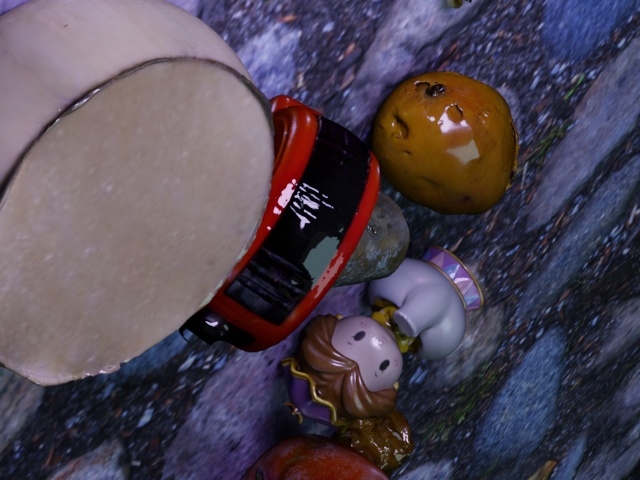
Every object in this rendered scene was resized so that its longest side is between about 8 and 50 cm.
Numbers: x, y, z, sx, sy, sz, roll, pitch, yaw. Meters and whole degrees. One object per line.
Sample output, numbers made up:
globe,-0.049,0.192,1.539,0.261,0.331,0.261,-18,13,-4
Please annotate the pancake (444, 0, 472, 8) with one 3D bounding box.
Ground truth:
pancake,0.171,-0.300,2.006,0.129,0.022,0.116,-44,154,-22

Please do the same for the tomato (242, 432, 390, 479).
tomato,-0.008,0.355,2.367,0.188,0.232,0.232,29,103,-24

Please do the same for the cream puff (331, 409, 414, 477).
cream puff,0.067,0.277,2.528,0.122,0.094,0.116,-46,157,-18

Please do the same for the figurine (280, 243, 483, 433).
figurine,0.067,0.122,2.273,0.263,0.142,0.189,-40,176,-19

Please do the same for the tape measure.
tape measure,-0.050,-0.006,1.823,0.253,0.114,0.260,-55,-163,7

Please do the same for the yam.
yam,0.000,0.000,2.038,0.194,0.107,0.107,-10,133,-53

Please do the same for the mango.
mango,0.142,-0.098,2.115,0.156,0.151,0.249,-20,162,9

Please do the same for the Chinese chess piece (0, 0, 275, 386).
Chinese chess piece,-0.194,-0.044,1.593,0.338,0.140,0.338,-31,142,-28
